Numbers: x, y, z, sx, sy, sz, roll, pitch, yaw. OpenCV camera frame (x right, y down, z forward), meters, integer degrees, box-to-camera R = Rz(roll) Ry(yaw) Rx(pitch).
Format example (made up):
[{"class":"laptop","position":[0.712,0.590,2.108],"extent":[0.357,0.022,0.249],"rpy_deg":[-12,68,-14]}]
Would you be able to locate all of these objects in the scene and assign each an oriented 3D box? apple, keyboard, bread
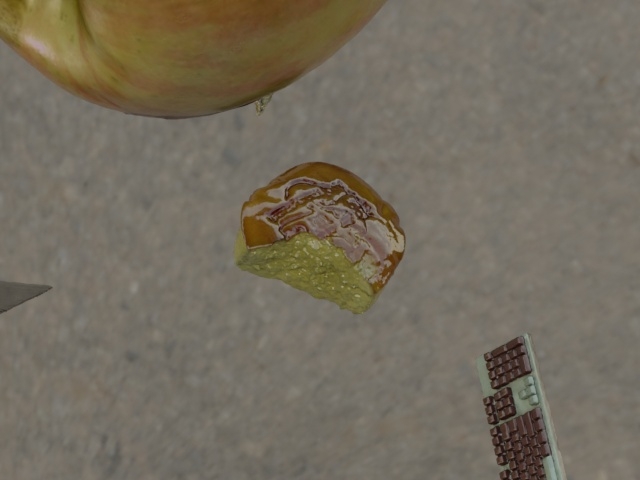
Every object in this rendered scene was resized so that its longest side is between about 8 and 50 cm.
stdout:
[{"class":"apple","position":[-0.095,-0.292,1.177],"extent":[0.391,0.391,0.346],"rpy_deg":[46,65,4]},{"class":"keyboard","position":[0.142,0.149,1.128],"extent":[0.017,0.055,0.166],"rpy_deg":[11,57,-38]},{"class":"bread","position":[-0.001,-0.009,1.502],"extent":[0.156,0.086,0.125],"rpy_deg":[18,52,-7]}]

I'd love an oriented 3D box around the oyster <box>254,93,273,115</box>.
[{"class":"oyster","position":[-0.057,-0.166,1.663],"extent":[0.038,0.083,0.080],"rpy_deg":[-4,100,-5]}]

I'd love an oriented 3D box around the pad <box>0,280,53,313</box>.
[{"class":"pad","position":[-0.424,0.040,1.434],"extent":[0.330,0.220,0.004],"rpy_deg":[6,96,5]}]
